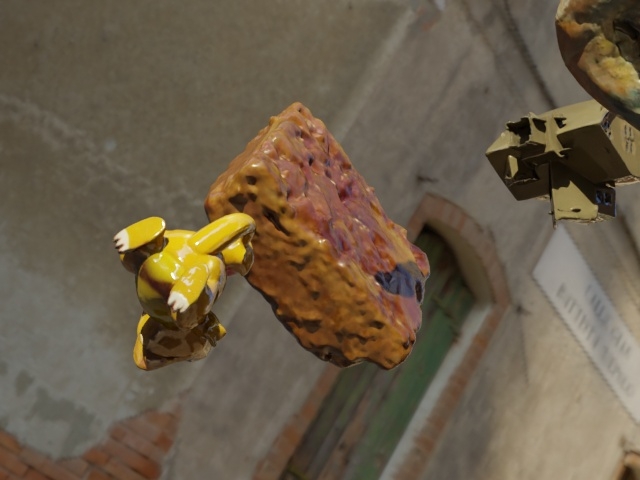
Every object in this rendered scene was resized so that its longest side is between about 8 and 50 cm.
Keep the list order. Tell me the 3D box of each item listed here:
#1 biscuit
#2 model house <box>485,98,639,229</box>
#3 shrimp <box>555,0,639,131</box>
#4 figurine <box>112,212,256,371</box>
[{"bbox_3d":[0.000,0.000,1.600,0.395,0.166,0.343,52,21,-12],"label":"biscuit"},{"bbox_3d":[0.380,-0.128,1.608,0.211,0.205,0.243,-14,-16,40],"label":"model house"},{"bbox_3d":[0.291,-0.128,0.802,0.251,0.052,0.143,43,-35,9],"label":"shrimp"},{"bbox_3d":[-0.104,0.040,0.837,0.121,0.122,0.176,43,-32,17],"label":"figurine"}]
